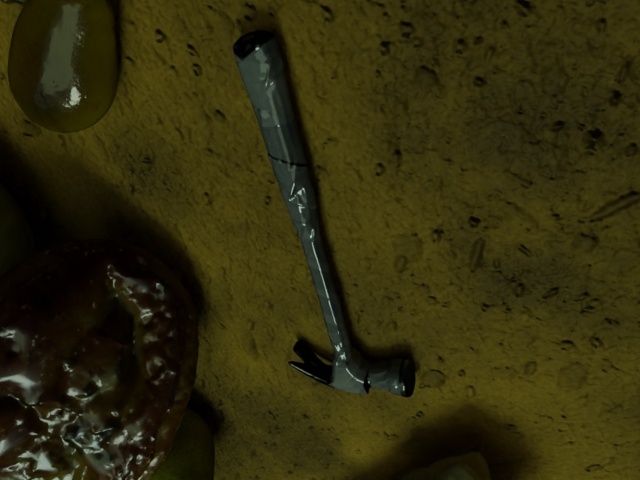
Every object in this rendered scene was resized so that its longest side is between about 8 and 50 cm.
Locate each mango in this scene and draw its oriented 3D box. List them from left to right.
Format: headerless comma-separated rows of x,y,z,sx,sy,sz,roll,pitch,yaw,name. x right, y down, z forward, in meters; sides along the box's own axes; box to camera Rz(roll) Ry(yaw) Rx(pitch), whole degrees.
-0.248,-0.181,0.496,0.103,0.076,0.161,32,125,-8,mango

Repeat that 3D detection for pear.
-0.257,0.349,0.782,0.198,0.198,0.198,11,125,17,pear

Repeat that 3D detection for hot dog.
-0.307,0.185,0.616,0.267,0.174,0.388,27,97,-27,hot dog

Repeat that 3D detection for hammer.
0.000,0.001,0.535,0.152,0.044,0.427,0,120,24,hammer

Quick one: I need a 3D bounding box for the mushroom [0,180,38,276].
-0.537,0.022,0.643,0.352,0.260,0.352,15,129,19,mushroom

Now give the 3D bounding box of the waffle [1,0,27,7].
-0.349,-0.283,0.494,0.160,0.046,0.192,-35,106,33,waffle

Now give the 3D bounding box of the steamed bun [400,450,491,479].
0.168,0.448,0.690,0.247,0.189,0.428,49,132,25,steamed bun
